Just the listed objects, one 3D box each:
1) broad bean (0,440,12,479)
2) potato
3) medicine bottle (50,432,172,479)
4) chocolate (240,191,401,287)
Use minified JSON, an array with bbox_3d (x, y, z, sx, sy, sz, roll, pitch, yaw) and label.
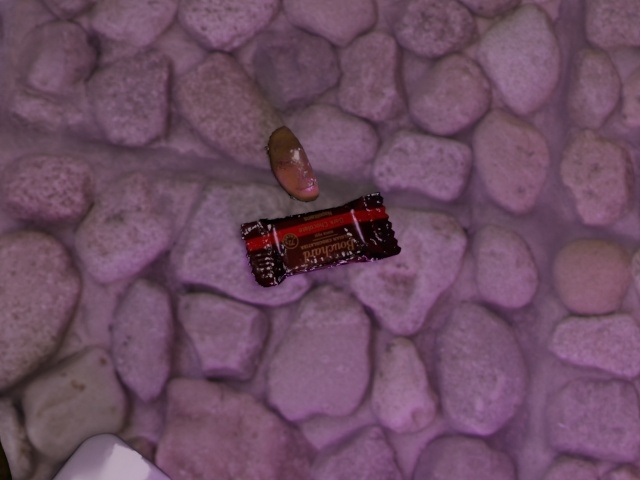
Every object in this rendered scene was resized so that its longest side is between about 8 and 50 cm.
[{"bbox_3d":[-0.347,0.262,1.621,0.060,0.043,0.297,21,56,-54],"label":"broad bean"},{"bbox_3d":[-0.033,-0.086,1.777,0.037,0.036,0.093,-25,88,-20],"label":"potato"},{"bbox_3d":[-0.245,0.299,1.637,0.119,0.069,0.183,39,72,-5],"label":"medicine bottle"},{"bbox_3d":[0.000,0.000,1.776,0.182,0.028,0.086,-16,77,-17],"label":"chocolate"}]
